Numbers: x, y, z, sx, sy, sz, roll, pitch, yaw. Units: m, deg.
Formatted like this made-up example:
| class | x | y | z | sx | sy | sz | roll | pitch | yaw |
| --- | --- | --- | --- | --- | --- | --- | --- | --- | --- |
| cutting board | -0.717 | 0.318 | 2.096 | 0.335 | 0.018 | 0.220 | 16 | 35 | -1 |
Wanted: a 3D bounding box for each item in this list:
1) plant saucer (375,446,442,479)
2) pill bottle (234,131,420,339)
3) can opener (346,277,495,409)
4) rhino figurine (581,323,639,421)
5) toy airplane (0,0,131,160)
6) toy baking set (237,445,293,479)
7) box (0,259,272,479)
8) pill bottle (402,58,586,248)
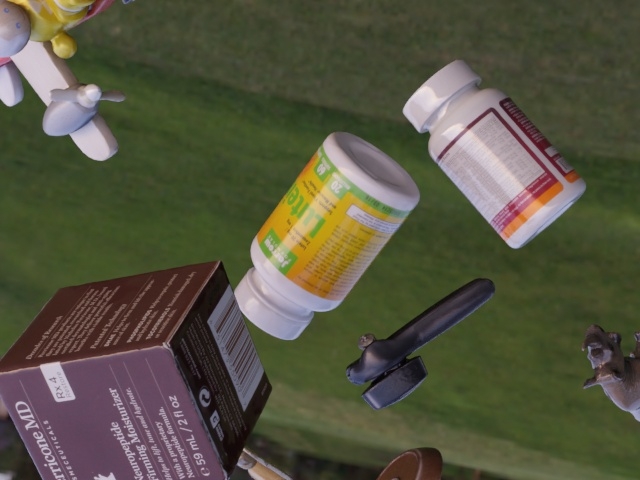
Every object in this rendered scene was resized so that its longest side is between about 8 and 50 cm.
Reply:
| class | x | y | z | sx | sy | sz | roll | pitch | yaw |
| --- | --- | --- | --- | --- | --- | --- | --- | --- | --- |
| plant saucer | 0.103 | 0.348 | 1.772 | 0.029 | 0.168 | 0.168 | 34 | 168 | -13 |
| pill bottle | 0.000 | 0.000 | 1.607 | 0.136 | 0.245 | 0.136 | 32 | -159 | -13 |
| can opener | 0.107 | 0.098 | 1.380 | 0.073 | 0.186 | 0.059 | 54 | 168 | -12 |
| rhino figurine | 0.394 | 0.169 | 1.662 | 0.073 | 0.106 | 0.243 | -13 | 153 | 35 |
| toy airplane | -0.475 | -0.344 | 2.047 | 0.386 | 0.384 | 0.272 | 17 | -155 | 10 |
| toy baking set | -0.109 | 0.261 | 1.615 | 0.197 | 0.030 | 0.256 | 40 | 170 | -31 |
| box | -0.184 | 0.143 | 1.321 | 0.203 | 0.168 | 0.167 | -11 | -155 | 21 |
| pill bottle | 0.209 | -0.108 | 1.588 | 0.221 | 0.121 | 0.121 | 50 | 180 | 9 |
